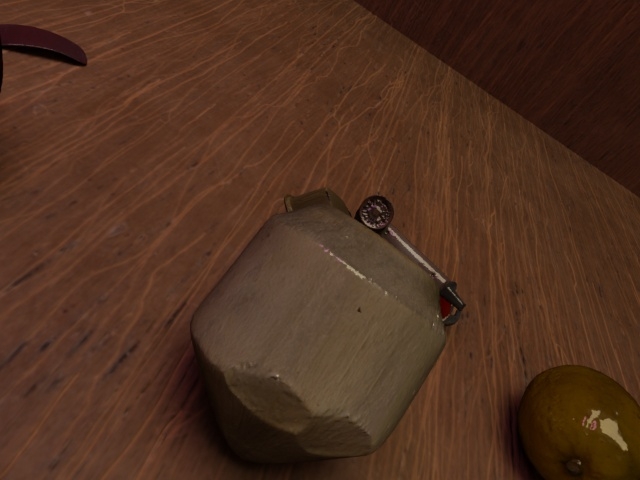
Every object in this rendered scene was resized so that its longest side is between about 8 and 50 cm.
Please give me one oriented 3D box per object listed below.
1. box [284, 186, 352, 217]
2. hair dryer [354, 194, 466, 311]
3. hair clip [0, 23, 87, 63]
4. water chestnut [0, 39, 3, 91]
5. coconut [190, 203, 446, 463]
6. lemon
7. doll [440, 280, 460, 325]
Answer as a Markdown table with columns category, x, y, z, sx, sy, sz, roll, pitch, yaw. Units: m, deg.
| category | x | y | z | sx | sy | sz | roll | pitch | yaw |
| --- | --- | --- | --- | --- | --- | --- | --- | --- | --- |
| box | 0.000 | 0.000 | 0.757 | 0.111 | 0.111 | 0.177 | 7 | 50 | -34 |
| hair dryer | 0.143 | 0.023 | 0.797 | 0.220 | 0.053 | 0.195 | 43 | -2 | 2 |
| hair clip | -0.450 | -0.318 | 0.799 | 0.137 | 0.022 | 0.054 | 3 | 51 | -37 |
| water chestnut | -0.493 | -0.200 | 0.454 | 0.351 | 0.350 | 0.302 | -2 | 9 | -41 |
| coconut | -0.010 | 0.106 | 0.519 | 0.237 | 0.265 | 0.237 | 39 | -6 | 5 |
| lemon | 0.371 | 0.266 | 0.703 | 0.170 | 0.170 | 0.207 | 42 | 31 | 8 |
| doll | 0.165 | 0.103 | 0.804 | 0.195 | 0.062 | 0.104 | -19 | 45 | -40 |
